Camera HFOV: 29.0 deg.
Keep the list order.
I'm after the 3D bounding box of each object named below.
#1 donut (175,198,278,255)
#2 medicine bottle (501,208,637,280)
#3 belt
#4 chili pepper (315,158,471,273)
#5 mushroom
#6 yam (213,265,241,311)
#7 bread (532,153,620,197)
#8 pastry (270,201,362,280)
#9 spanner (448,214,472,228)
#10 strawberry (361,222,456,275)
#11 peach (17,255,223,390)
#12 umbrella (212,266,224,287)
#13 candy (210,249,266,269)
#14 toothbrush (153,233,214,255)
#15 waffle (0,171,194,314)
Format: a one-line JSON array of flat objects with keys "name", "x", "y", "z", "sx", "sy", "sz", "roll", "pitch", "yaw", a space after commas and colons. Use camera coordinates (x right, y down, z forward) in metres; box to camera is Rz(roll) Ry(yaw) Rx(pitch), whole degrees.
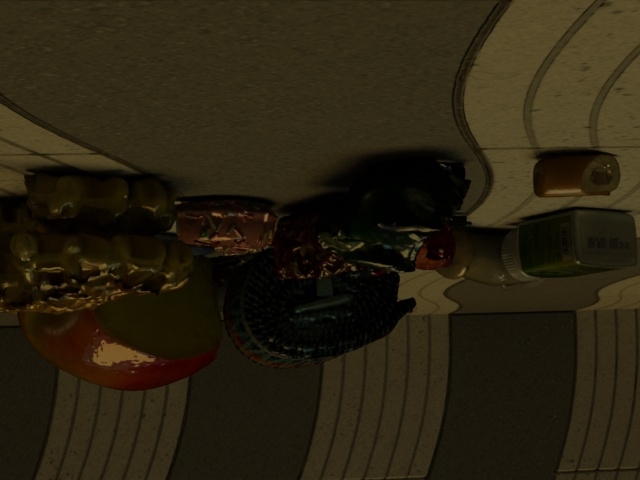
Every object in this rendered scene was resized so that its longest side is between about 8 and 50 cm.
[{"name": "donut", "x": -0.113, "y": -0.018, "z": 1.640, "sx": 0.117, "sy": 0.065, "sz": 0.166, "roll": -6, "pitch": 173, "yaw": 30}, {"name": "medicine bottle", "x": 0.368, "y": 0.009, "z": 1.879, "sx": 0.132, "sy": 0.088, "sz": 0.188, "roll": 2, "pitch": 171, "yaw": -32}, {"name": "belt", "x": -0.013, "y": 0.101, "z": 2.054, "sx": 0.295, "sy": 0.206, "sz": 0.160, "roll": -15, "pitch": 175, "yaw": -25}, {"name": "chili pepper", "x": 0.084, "y": -0.037, "z": 1.453, "sx": 0.148, "sy": 0.116, "sz": 0.264, "roll": 11, "pitch": 170, "yaw": -9}, {"name": "mushroom", "x": 0.282, "y": 0.030, "z": 2.003, "sx": 0.247, "sy": 0.096, "sz": 0.108, "roll": 7, "pitch": -163, "yaw": -35}, {"name": "yam", "x": -0.128, "y": 0.084, "z": 2.243, "sx": 0.259, "sy": 0.106, "sz": 0.106, "roll": -3, "pitch": 172, "yaw": 23}, {"name": "bread", "x": 0.291, "y": -0.073, "z": 1.389, "sx": 0.103, "sy": 0.049, "sz": 0.062, "roll": -3, "pitch": 180, "yaw": 2}, {"name": "pastry", "x": 0.002, "y": 0.000, "z": 1.671, "sx": 0.115, "sy": 0.097, "sz": 0.208, "roll": -12, "pitch": -179, "yaw": -26}, {"name": "spanner", "x": 0.083, "y": -0.013, "z": 1.893, "sx": 0.316, "sy": 0.024, "sz": 0.087, "roll": -7, "pitch": 177, "yaw": 29}, {"name": "strawberry", "x": 0.121, "y": -0.001, "z": 1.744, "sx": 0.145, "sy": 0.086, "sz": 0.145, "roll": -4, "pitch": 172, "yaw": -1}, {"name": "peach", "x": -0.328, "y": 0.131, "z": 2.057, "sx": 0.306, "sy": 0.242, "sz": 0.380, "roll": -14, "pitch": 167, "yaw": 37}, {"name": "umbrella", "x": -0.192, "y": 0.054, "z": 2.143, "sx": 0.027, "sy": 0.025, "sz": 0.165, "roll": -26, "pitch": -158, "yaw": -14}, {"name": "candy", "x": -0.079, "y": 0.039, "z": 2.148, "sx": 0.226, "sy": 0.051, "sz": 0.094, "roll": 2, "pitch": 166, "yaw": -25}, {"name": "toothbrush", "x": -0.285, "y": -0.002, "z": 1.824, "sx": 0.035, "sy": 0.042, "sz": 0.413, "roll": 36, "pitch": -166, "yaw": 29}, {"name": "waffle", "x": -0.317, "y": 0.009, "z": 1.506, "sx": 0.261, "sy": 0.151, "sz": 0.324, "roll": 10, "pitch": 168, "yaw": -43}]
